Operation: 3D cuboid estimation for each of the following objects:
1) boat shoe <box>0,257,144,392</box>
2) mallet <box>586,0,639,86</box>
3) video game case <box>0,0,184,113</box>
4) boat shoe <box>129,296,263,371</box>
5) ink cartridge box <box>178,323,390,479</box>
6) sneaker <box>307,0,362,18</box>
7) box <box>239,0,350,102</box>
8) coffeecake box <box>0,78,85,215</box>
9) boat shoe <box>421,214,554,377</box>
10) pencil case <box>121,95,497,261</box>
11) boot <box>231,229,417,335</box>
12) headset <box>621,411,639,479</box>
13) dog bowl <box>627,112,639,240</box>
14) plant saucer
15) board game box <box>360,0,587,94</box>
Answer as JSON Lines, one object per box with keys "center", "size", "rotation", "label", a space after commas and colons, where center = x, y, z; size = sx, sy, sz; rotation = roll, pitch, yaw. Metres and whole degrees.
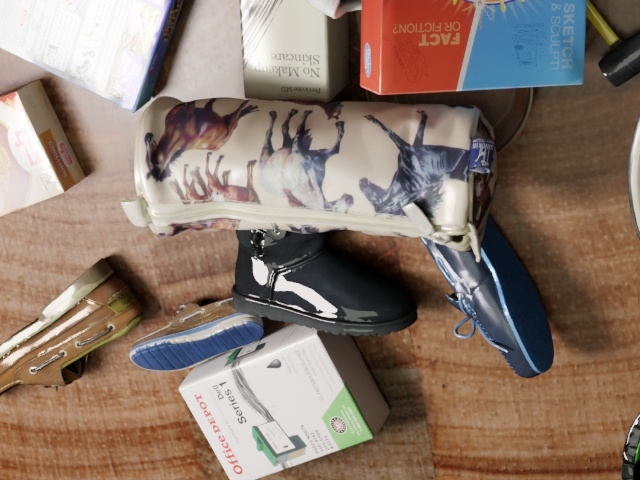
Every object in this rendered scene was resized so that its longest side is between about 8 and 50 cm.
{"center": [-0.364, 0.154, 2.100], "size": [0.307, 0.111, 0.104], "rotation": [-39, 94, 27], "label": "boat shoe"}
{"center": [0.291, -0.254, 1.763], "size": [0.190, 0.039, 0.062], "rotation": [45, 114, 2], "label": "mallet"}
{"center": [-0.282, -0.326, 1.907], "size": [0.244, 0.061, 0.269], "rotation": [27, 117, 8], "label": "video game case"}
{"center": [-0.160, 0.117, 2.041], "size": [0.183, 0.066, 0.066], "rotation": [-15, 139, 11], "label": "boat shoe"}
{"center": [-0.047, 0.204, 2.025], "size": [0.219, 0.092, 0.160], "rotation": [-24, 102, 25], "label": "ink cartridge box"}
{"center": [0.082, -0.297, 1.732], "size": [0.212, 0.094, 0.080], "rotation": [-27, 141, -14], "label": "sneaker"}
{"center": [-0.031, -0.303, 1.814], "size": [0.113, 0.094, 0.275], "rotation": [3, 111, 16], "label": "box"}
{"center": [-0.420, -0.107, 2.038], "size": [0.186, 0.068, 0.142], "rotation": [-18, 103, 23], "label": "coffeecake box"}
{"center": [0.193, 0.050, 1.893], "size": [0.089, 0.109, 0.258], "rotation": [-29, 84, 33], "label": "boat shoe"}
{"center": [-0.008, -0.074, 1.776], "size": [0.410, 0.183, 0.160], "rotation": [2, 129, 7], "label": "pencil case"}
{"center": [0.000, 0.000, 1.926], "size": [0.247, 0.094, 0.207], "rotation": [9, 115, 18], "label": "boot"}
{"center": [0.496, 0.346, 1.904], "size": [0.243, 0.185, 0.394], "rotation": [0, 96, 23], "label": "headset"}
{"center": [0.542, -0.082, 1.683], "size": [0.408, 0.150, 0.408], "rotation": [7, 114, 16], "label": "dog bowl"}
{"center": [0.152, -0.184, 1.835], "size": [0.199, 0.036, 0.198], "rotation": [7, 112, 16], "label": "plant saucer"}
{"center": [0.166, -0.319, 1.671], "size": [0.242, 0.064, 0.316], "rotation": [-5, 106, -17], "label": "board game box"}
